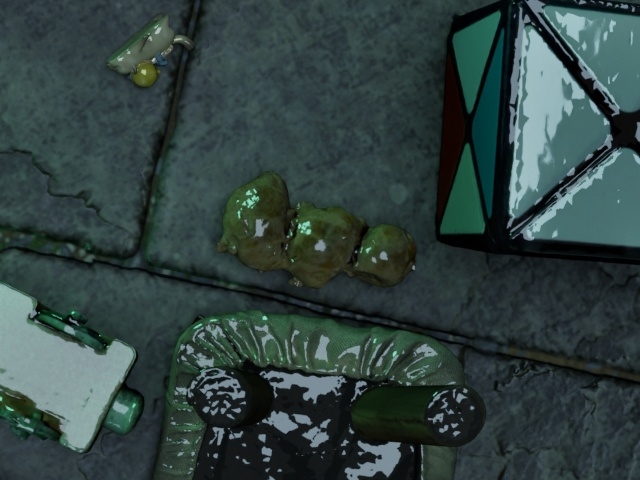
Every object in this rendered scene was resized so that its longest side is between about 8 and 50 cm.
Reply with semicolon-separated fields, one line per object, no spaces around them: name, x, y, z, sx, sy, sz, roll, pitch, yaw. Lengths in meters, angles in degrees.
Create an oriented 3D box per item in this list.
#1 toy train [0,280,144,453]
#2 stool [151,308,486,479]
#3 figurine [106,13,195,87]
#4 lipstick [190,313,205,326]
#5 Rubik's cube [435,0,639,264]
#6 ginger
toy train;-0.320;0.099;1.479;0.326;0.159;0.129;26;82;-4
stool;-0.003;0.241;1.482;0.310;0.226;0.310;6;96;-9
figurine;-0.171;-0.188;1.565;0.083;0.047;0.050;-41;106;-3
lipstick;-0.055;0.129;1.586;0.176;0.027;0.027;30;85;-9
Rubik's cube;0.264;-0.103;1.531;0.246;0.248;0.250;4;89;-10
ginger;0.000;0.000;1.570;0.204;0.080;0.104;19;81;-7
